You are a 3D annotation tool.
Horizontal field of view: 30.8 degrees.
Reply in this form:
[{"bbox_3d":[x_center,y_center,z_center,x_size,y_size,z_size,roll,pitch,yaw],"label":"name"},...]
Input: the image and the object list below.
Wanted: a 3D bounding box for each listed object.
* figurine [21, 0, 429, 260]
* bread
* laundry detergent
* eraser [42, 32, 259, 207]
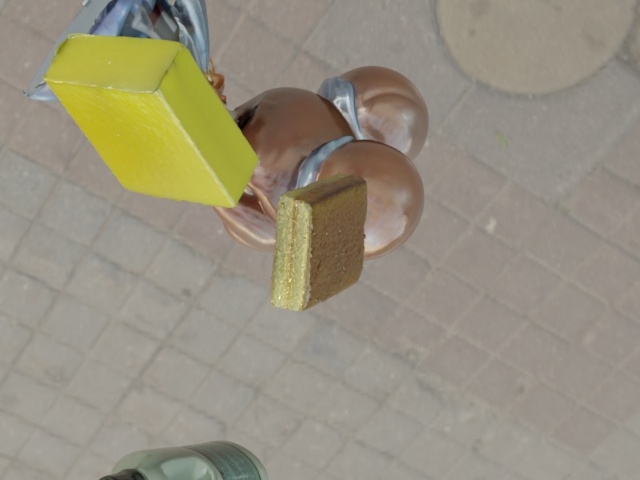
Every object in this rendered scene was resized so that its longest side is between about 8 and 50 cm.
[{"bbox_3d":[-0.082,-0.135,1.244,0.388,0.276,0.248,39,125,-20],"label":"figurine"},{"bbox_3d":[0.000,0.000,0.881,0.035,0.094,0.090,13,109,27],"label":"bread"},{"bbox_3d":[-0.147,0.245,1.174,0.099,0.226,0.070,29,98,27],"label":"laundry detergent"},{"bbox_3d":[-0.109,-0.078,0.760,0.097,0.045,0.122,12,153,29],"label":"eraser"}]
